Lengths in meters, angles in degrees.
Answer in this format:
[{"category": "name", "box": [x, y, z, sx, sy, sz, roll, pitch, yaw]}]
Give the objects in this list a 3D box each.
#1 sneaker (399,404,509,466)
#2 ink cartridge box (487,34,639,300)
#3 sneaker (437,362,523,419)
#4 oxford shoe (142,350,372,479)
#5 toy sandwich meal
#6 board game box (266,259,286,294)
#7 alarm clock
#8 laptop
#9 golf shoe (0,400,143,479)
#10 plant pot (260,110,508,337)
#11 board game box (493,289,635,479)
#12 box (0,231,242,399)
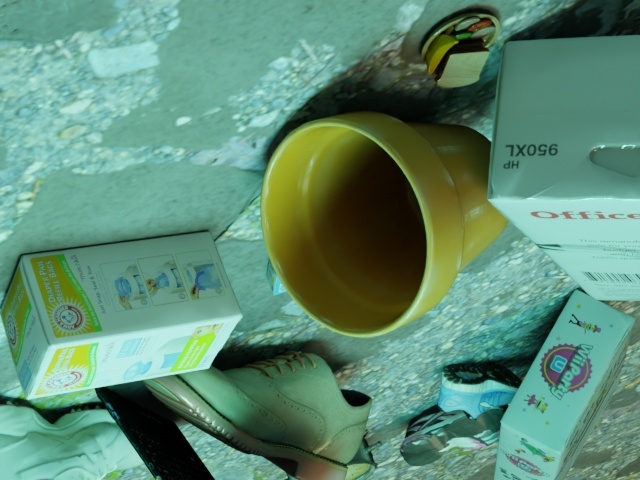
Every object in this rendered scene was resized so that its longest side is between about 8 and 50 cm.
[{"category": "sneaker", "box": [0.199, 0.269, 2.282, 0.178, 0.077, 0.072, -18, 124, 17]}, {"category": "ink cartridge box", "box": [0.362, -0.060, 1.518, 0.285, 0.166, 0.395, 0, 165, 24]}, {"category": "sneaker", "box": [0.230, 0.220, 2.202, 0.162, 0.063, 0.073, 6, 117, -32]}, {"category": "oxford shoe", "box": [-0.073, 0.185, 1.868, 0.146, 0.140, 0.397, -60, 144, -4]}, {"category": "toy sandwich meal", "box": [0.129, -0.172, 1.385, 0.086, 0.029, 0.085, -18, 155, -9]}, {"category": "board game box", "box": [0.000, 0.000, 1.628, 0.103, 0.026, 0.154, -15, 154, -15]}, {"category": "alarm clock", "box": [-0.005, 0.338, 2.261, 0.192, 0.064, 0.129, -20, 156, -12]}, {"category": "laptop", "box": [-0.106, 0.254, 1.814, 0.136, 0.264, 0.234, -40, 154, 2]}, {"category": "golf shoe", "box": [-0.307, 0.268, 1.782, 0.115, 0.140, 0.306, -39, 152, 28]}, {"category": "plant pot", "box": [0.079, -0.031, 1.458, 0.188, 0.205, 0.205, -20, 161, -46]}, {"category": "board game box", "box": [0.343, 0.232, 2.174, 0.224, 0.097, 0.303, -57, 164, -18]}, {"category": "box", "box": [-0.200, 0.073, 1.516, 0.203, 0.103, 0.114, -7, 151, -30]}]
